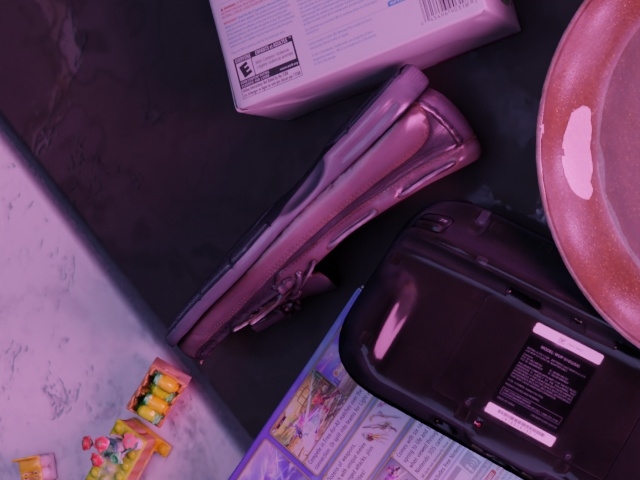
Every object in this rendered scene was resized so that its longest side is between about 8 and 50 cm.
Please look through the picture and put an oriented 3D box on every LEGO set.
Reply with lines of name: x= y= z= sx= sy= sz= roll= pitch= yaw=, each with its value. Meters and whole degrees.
LEGO set: x=-0.233 y=0.206 z=1.305 sx=0.287 sy=0.107 sz=0.132 roll=-26 pitch=76 yaw=24

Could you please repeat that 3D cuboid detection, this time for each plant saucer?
plant saucer: x=0.288 y=-0.058 z=0.999 sx=0.310 sy=0.050 sz=0.311 roll=6 pitch=99 yaw=37

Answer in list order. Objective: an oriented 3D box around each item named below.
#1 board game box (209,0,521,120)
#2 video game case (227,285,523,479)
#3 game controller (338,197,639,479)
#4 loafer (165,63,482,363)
board game box: x=0.008 y=-0.275 z=1.209 sx=0.224 sy=0.097 sz=0.303 roll=-18 pitch=81 yaw=25
video game case: x=0.056 y=0.214 z=1.179 sx=0.244 sy=0.061 sz=0.269 roll=40 pitch=104 yaw=23
game controller: x=0.171 y=0.091 z=1.095 sx=0.319 sy=0.067 sz=0.166 roll=27 pitch=81 yaw=22
loafer: x=0.000 y=0.000 z=1.197 sx=0.095 sy=0.109 sz=0.302 roll=41 pitch=108 yaw=-5
